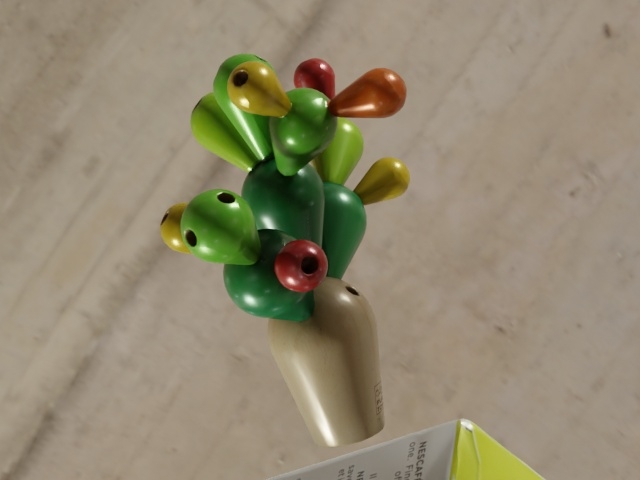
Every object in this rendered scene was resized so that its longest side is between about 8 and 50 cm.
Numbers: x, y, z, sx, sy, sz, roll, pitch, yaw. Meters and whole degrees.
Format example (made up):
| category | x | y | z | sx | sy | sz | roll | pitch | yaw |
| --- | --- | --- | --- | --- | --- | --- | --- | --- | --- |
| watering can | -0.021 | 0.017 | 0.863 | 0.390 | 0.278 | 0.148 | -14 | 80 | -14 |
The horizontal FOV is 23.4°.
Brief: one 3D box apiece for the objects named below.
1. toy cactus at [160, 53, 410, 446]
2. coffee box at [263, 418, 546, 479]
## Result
| category | x | y | z | sx | sy | sz | roll | pitch | yaw |
| --- | --- | --- | --- | --- | --- | --- | --- | --- | --- |
| toy cactus | 0.000 | 0.000 | 0.694 | 0.112 | 0.219 | 0.180 | -14 | -80 | 6 |
| coffee box | 0.033 | 0.350 | 0.795 | 0.334 | 0.338 | 0.338 | -24 | -141 | 37 |
